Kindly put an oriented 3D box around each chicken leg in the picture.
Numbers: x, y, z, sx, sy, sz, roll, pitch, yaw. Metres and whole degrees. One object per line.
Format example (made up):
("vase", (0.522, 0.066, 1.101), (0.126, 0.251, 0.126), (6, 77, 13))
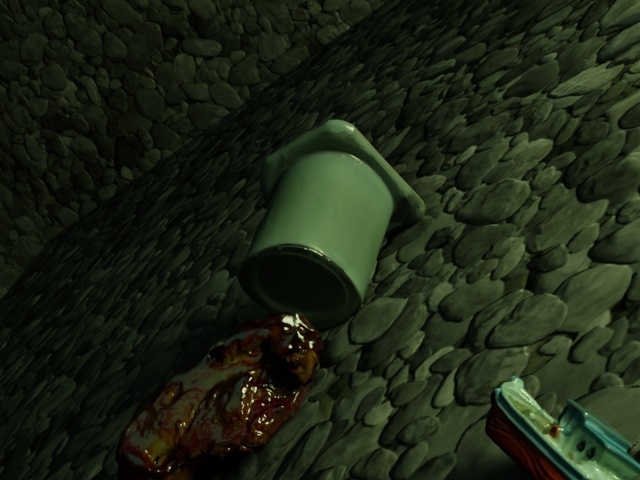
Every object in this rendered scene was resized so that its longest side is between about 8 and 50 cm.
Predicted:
("chicken leg", (-0.148, 0.237, 1.063), (0.407, 0.096, 0.158), (-48, 39, -16))

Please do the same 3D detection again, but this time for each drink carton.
("drink carton", (0.000, 0.000, 1.209), (0.191, 0.185, 0.190), (-24, 35, 37))

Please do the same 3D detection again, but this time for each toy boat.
("toy boat", (0.165, 0.139, 0.683), (0.059, 0.069, 0.173), (-55, 18, 2))
